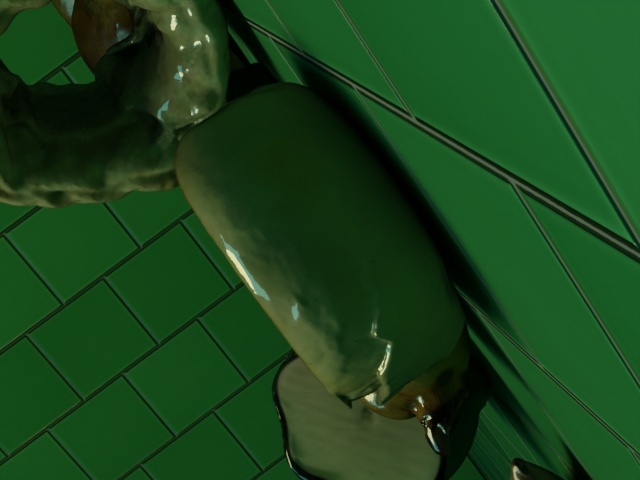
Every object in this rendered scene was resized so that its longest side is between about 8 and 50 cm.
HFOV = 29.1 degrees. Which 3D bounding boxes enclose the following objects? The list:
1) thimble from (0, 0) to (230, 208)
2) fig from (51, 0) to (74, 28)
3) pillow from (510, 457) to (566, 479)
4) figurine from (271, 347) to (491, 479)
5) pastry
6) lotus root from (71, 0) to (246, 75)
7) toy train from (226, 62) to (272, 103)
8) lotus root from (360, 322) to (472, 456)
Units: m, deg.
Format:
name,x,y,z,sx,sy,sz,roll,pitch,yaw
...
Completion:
name,x,y,z,sx,sy,sz,roll,pitch,yaw
thimble,-0.229,-0.179,1.135,0.291,0.292,0.195,55,-175,-41
fig,-0.273,-0.342,1.536,0.170,0.146,0.274,54,167,12
pillow,0.250,0.303,1.125,0.223,0.084,0.236,53,175,21
figurine,0.072,0.171,1.351,0.340,0.232,0.323,-6,-96,-83
pastry,-0.001,-0.002,0.933,0.264,0.133,0.265,53,175,6
lotus root,-0.186,-0.218,1.411,0.267,0.149,0.260,48,176,36
toy train,-0.048,-0.090,1.250,0.136,0.091,0.227,64,-176,24
lotus root,0.069,0.087,1.076,0.221,0.118,0.125,53,169,37
